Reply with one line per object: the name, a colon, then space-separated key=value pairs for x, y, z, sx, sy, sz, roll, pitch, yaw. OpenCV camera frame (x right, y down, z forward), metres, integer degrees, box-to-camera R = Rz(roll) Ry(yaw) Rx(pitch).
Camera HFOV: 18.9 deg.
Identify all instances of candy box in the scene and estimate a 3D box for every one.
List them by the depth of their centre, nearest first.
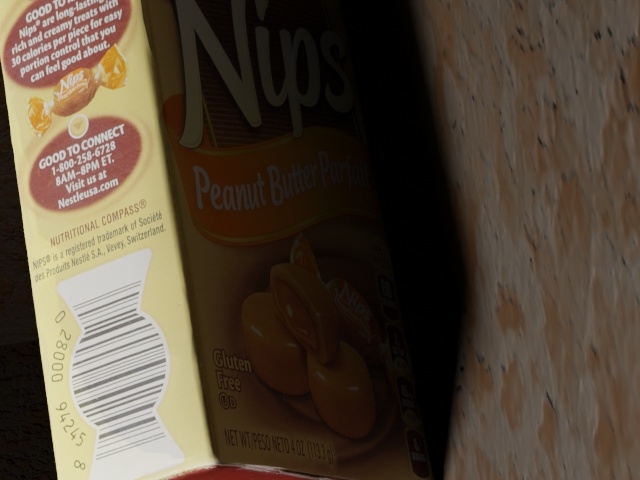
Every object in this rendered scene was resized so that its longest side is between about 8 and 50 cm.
candy box: x=-0.052 y=-0.032 z=0.878 sx=0.183 sy=0.087 sz=0.316 roll=19 pitch=-124 yaw=-57
